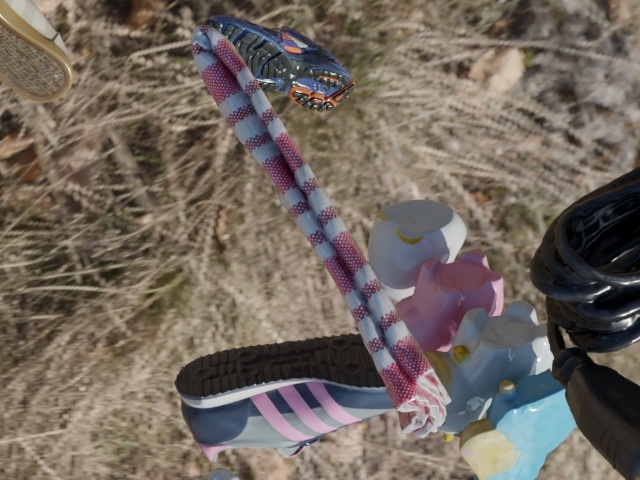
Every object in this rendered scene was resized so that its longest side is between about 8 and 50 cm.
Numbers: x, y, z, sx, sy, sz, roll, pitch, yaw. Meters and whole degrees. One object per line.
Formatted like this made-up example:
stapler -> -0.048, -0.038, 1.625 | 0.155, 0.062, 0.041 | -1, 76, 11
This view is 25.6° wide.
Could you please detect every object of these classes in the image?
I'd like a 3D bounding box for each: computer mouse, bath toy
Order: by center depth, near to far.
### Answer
computer mouse -> 0.159, 0.011, 0.333 | 0.184, 0.262, 0.060 | -37, 125, -6
bath toy -> 0.129, 0.094, 1.409 | 0.151, 0.348, 0.129 | -11, 126, -13

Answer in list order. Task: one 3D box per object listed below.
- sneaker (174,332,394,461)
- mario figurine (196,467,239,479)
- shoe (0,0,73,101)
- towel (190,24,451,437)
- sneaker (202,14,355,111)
sneaker -> -0.006, 0.194, 1.681 | 0.319, 0.112, 0.131 | -4, 121, 7
mario figurine -> -0.145, 0.366, 1.483 | 0.320, 0.198, 0.170 | -6, 126, -6
shoe -> -0.290, -0.199, 1.164 | 0.219, 0.076, 0.058 | 46, 24, -38
towel -> 0.000, 0.000, 0.662 | 0.029, 0.144, 0.197 | -31, 75, 0
sneaker -> -0.061, -0.227, 1.732 | 0.221, 0.083, 0.087 | 20, 35, -40
